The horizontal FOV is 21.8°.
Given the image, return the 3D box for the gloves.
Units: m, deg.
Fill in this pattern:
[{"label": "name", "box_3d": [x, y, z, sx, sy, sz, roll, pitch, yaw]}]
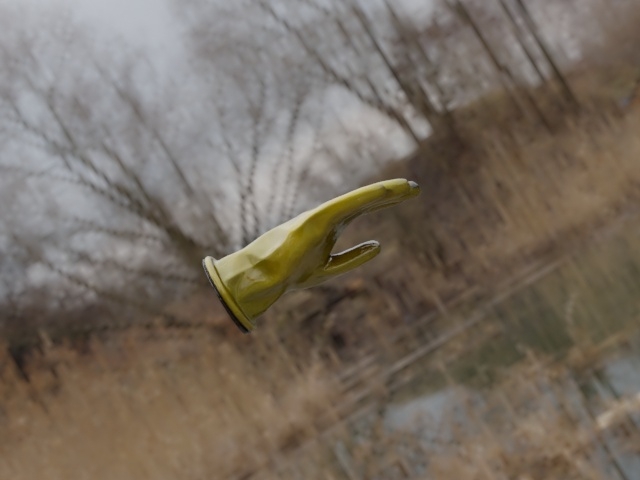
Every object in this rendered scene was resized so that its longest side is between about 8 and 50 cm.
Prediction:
[{"label": "gloves", "box_3d": [0.000, 0.000, 2.171, 0.294, 0.116, 0.133, -31, 1, 3]}]
